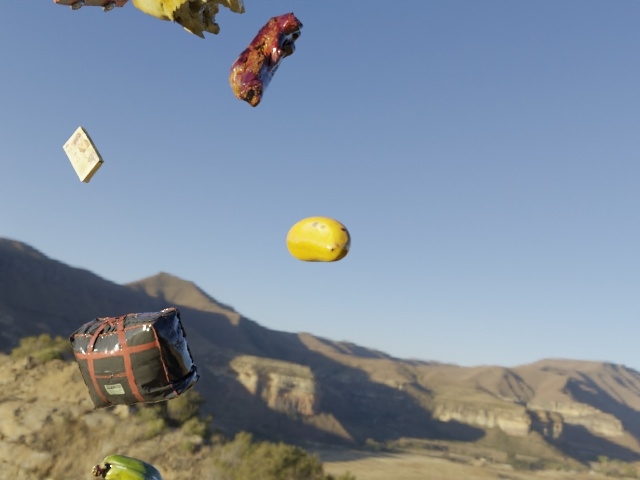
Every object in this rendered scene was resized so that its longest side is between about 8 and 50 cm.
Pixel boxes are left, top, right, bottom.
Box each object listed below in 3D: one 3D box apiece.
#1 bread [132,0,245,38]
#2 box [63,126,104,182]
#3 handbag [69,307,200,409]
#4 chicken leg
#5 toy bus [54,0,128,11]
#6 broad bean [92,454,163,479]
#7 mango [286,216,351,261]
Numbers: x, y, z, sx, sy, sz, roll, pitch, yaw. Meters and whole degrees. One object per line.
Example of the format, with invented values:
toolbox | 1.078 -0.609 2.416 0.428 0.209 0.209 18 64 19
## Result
bread | -0.303 -0.608 1.500 0.370 0.192 0.314 39 -36 30
box | -0.581 -0.212 1.642 0.020 0.073 0.149 25 22 -54
handbag | -0.355 0.221 1.275 0.215 0.169 0.155 -11 11 20
chicken leg | -0.070 -0.210 0.791 0.048 0.219 0.089 39 -47 -16
toy bus | -0.426 -0.475 1.252 0.077 0.065 0.192 -29 3 30
broad bean | -0.175 0.342 0.811 0.052 0.053 0.256 -5 -54 52
mango | 0.001 -0.002 1.535 0.178 0.115 0.090 1 -43 43
